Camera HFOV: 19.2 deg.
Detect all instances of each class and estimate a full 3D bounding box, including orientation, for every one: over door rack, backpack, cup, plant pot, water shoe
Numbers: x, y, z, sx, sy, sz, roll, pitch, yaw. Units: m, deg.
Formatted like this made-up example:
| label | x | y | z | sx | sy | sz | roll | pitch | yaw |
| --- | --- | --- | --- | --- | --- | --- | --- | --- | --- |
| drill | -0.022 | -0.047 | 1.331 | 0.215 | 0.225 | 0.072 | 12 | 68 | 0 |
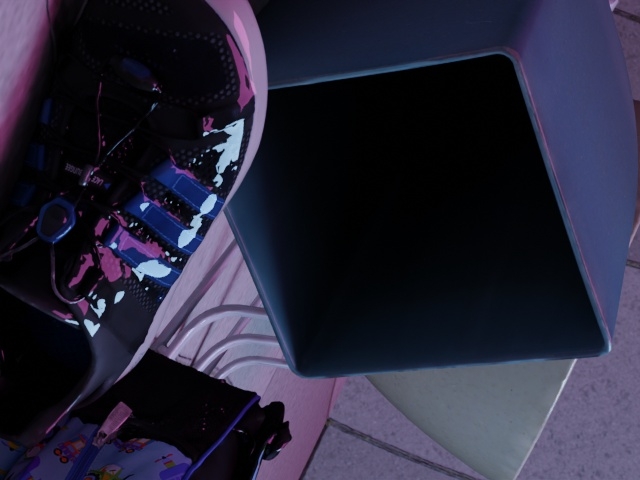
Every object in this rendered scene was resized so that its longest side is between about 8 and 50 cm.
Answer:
| label | x | y | z | sx | sy | sz | roll | pitch | yaw |
| --- | --- | --- | --- | --- | --- | --- | --- | --- | --- |
| over door rack | 0.000 | 0.000 | 1.156 | 0.239 | 0.108 | 0.324 | 86 | 29 | -79 |
| backpack | -0.102 | 0.135 | 0.750 | 0.173 | 0.117 | 0.158 | -54 | 167 | -64 |
| cup | 0.114 | 0.003 | 1.529 | 0.331 | 0.237 | 0.331 | 24 | 90 | -84 |
| plant pot | 0.070 | -0.073 | 0.946 | 0.165 | 0.165 | 0.234 | 68 | 31 | -29 |
| water shoe | -0.074 | -0.008 | 0.650 | 0.080 | 0.073 | 0.203 | -54 | 167 | -51 |

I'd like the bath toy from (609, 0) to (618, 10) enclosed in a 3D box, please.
| label | x | y | z | sx | sy | sz | roll | pitch | yaw |
| --- | --- | --- | --- | --- | --- | --- | --- | --- | --- |
| bath toy | 0.155 | -0.217 | 1.273 | 0.151 | 0.129 | 0.348 | -34 | 162 | -51 |
